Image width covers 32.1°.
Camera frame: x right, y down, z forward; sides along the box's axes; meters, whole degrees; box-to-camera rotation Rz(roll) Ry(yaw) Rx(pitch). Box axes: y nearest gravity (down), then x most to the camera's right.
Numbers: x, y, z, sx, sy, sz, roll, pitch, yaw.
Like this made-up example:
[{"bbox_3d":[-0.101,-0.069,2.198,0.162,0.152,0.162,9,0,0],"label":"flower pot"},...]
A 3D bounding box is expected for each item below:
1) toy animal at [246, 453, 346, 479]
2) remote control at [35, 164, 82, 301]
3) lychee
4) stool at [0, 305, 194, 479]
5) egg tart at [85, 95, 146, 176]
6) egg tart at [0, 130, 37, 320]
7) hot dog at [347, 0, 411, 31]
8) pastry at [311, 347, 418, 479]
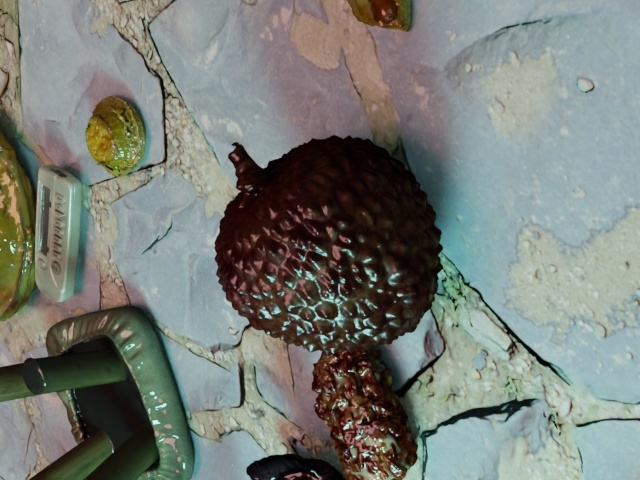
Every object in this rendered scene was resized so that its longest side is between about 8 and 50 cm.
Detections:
[{"bbox_3d":[-0.007,0.332,1.512,0.116,0.218,0.179,-50,27,11],"label":"toy animal"},{"bbox_3d":[-0.433,-0.010,1.852,0.090,0.049,0.230,30,123,35],"label":"remote control"},{"bbox_3d":[0.000,0.000,1.285,0.300,0.264,0.264,42,133,-5],"label":"lychee"},{"bbox_3d":[-0.395,0.286,1.789,0.310,0.226,0.310,-16,92,44],"label":"stool"},{"bbox_3d":[-0.316,-0.156,1.691,0.130,0.052,0.130,12,109,40],"label":"egg tart"},{"bbox_3d":[-0.672,-0.045,1.983,0.443,0.178,0.442,14,112,39],"label":"egg tart"},{"bbox_3d":[0.045,-0.309,1.281,0.169,0.061,0.078,57,132,15],"label":"hot dog"},{"bbox_3d":[0.053,0.222,1.427,0.115,0.097,0.208,-22,86,36],"label":"pastry"}]
